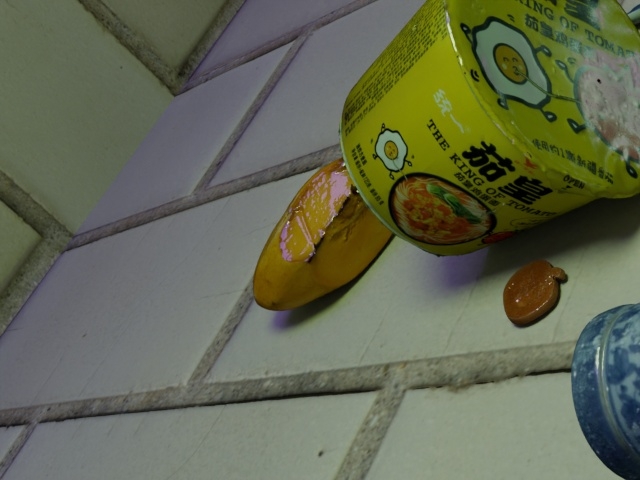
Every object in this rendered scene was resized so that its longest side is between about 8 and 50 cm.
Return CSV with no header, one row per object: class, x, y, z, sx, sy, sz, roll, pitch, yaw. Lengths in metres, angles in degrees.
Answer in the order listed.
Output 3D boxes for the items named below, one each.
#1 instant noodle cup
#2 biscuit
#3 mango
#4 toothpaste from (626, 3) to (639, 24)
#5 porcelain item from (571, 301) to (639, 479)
instant noodle cup,0.189,-0.142,1.454,0.254,0.326,0.325,-36,23,45
biscuit,0.232,0.054,1.399,0.078,0.015,0.091,-33,26,25
mango,0.000,0.000,1.761,0.252,0.126,0.154,-49,33,11
toothpaste,0.447,-0.307,1.614,0.197,0.034,0.057,-19,18,50
porcelain item,0.279,0.116,1.036,0.114,0.147,0.147,-22,32,46
